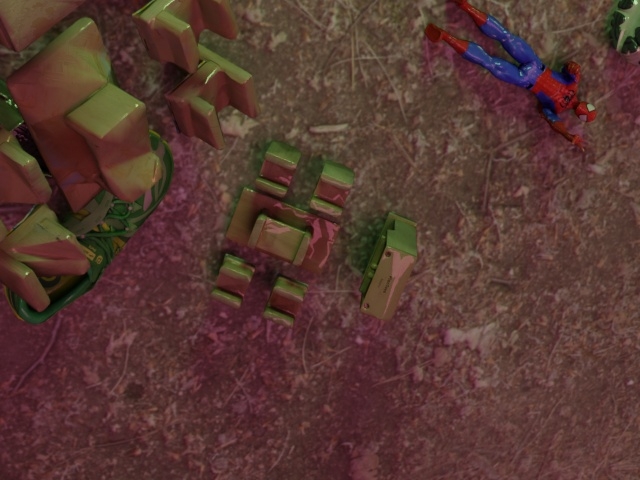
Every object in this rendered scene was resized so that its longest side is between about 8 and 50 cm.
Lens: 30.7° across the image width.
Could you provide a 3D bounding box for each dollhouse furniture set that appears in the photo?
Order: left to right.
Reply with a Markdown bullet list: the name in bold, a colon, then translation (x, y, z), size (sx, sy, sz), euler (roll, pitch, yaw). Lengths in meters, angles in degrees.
- **dollhouse furniture set**: translation (-0.306, -0.204, 1.255), size (0.362, 0.256, 0.394), euler (-45, 150, -21)
- **dollhouse furniture set**: translation (0.000, 0.000, 1.574), size (0.242, 0.161, 0.212), euler (22, 106, -2)

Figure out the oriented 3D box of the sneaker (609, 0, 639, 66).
- **sneaker**: translation (0.495, -0.363, 1.586), size (0.110, 0.107, 0.275), euler (14, 114, -43)

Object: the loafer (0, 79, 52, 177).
- **loafer**: translation (-0.387, -0.141, 1.386), size (0.251, 0.087, 0.094), euler (20, 106, -25)

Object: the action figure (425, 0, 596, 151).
- **action figure**: translation (0.283, -0.218, 1.548), size (0.280, 0.139, 0.091), euler (27, 104, -29)

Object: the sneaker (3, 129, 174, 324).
- **sneaker**: translation (-0.280, -0.007, 1.461), size (0.109, 0.123, 0.295), euler (35, 98, -27)
